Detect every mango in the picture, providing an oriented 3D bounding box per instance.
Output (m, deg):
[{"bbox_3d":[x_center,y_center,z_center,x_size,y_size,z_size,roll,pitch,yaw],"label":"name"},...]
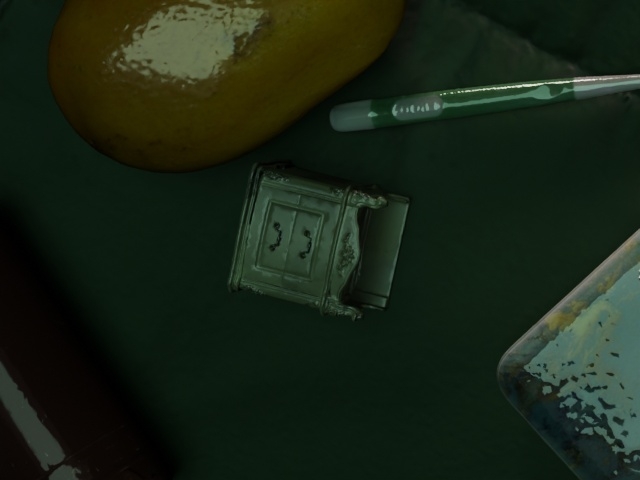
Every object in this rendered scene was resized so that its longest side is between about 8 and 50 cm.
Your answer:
[{"bbox_3d":[-0.053,-0.122,1.115,0.219,0.112,0.145,-21,87,7],"label":"mango"}]

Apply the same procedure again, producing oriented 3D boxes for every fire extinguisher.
[{"bbox_3d":[-0.202,0.059,1.174,0.105,0.105,0.269,-36,82,17],"label":"fire extinguisher"}]

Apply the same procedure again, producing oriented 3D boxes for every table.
[{"bbox_3d":[0.000,0.000,1.125,0.083,0.062,0.079,15,99,16],"label":"table"}]

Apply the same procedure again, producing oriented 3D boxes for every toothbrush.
[{"bbox_3d":[0.126,-0.084,1.100,0.257,0.024,0.018,-5,92,20],"label":"toothbrush"}]

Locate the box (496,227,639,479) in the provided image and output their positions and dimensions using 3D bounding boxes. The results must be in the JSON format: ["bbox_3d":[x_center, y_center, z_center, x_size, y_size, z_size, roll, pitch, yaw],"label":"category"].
[{"bbox_3d":[0.239,0.031,1.060,0.285,0.044,0.142,-45,84,16],"label":"box"}]
